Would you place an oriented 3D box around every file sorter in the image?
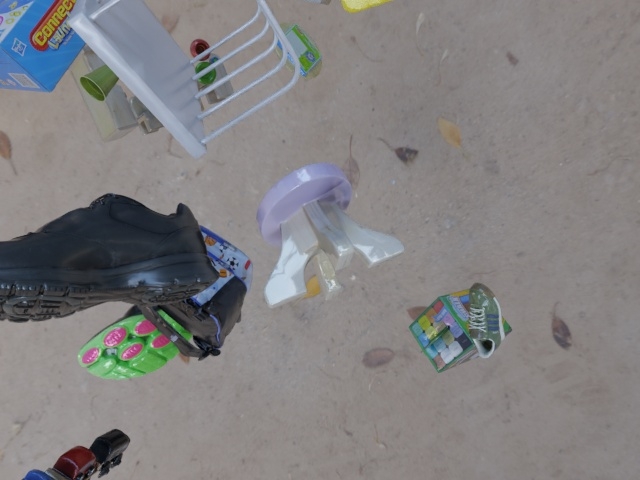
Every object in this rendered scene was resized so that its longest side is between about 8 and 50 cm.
[{"bbox_3d":[-0.160,-0.283,0.606,0.173,0.193,0.277,-30,43,8],"label":"file sorter"}]

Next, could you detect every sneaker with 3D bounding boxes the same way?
[{"bbox_3d":[0.385,0.198,1.135,0.086,0.064,0.192,-45,123,-31],"label":"sneaker"},{"bbox_3d":[-0.254,0.012,0.522,0.109,0.286,0.130,-30,70,39],"label":"sneaker"},{"bbox_3d":[-0.442,0.203,1.349,0.483,0.202,0.185,-37,117,-27],"label":"sneaker"}]

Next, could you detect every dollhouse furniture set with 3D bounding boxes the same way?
[{"bbox_3d":[-0.571,-0.517,1.596,0.394,0.362,0.256,-31,105,-38],"label":"dollhouse furniture set"}]

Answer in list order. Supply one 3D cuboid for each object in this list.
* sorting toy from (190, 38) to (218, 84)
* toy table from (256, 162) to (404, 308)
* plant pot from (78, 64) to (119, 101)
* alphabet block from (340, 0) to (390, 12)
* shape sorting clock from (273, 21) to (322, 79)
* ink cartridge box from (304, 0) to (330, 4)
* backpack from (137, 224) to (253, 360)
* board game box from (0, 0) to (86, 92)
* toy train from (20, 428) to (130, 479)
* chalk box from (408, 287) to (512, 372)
[{"bbox_3d":[-0.275,-0.421,1.129,0.061,0.042,0.101,-14,109,-25],"label":"sorting toy"},{"bbox_3d":[0.000,0.000,0.834,0.252,0.274,0.160,-25,72,-1],"label":"toy table"},{"bbox_3d":[-0.598,-0.437,1.307,0.083,0.083,0.079,28,62,6],"label":"plant pot"},{"bbox_3d":[0.093,-0.435,0.601,0.194,0.192,0.197,-14,43,14],"label":"alphabet block"},{"bbox_3d":[-0.077,-0.647,1.635,0.206,0.040,0.206,11,72,-36],"label":"shape sorting clock"},{"bbox_3d":[-0.047,-0.636,1.045,0.235,0.193,0.088,-12,65,-35],"label":"ink cartridge box"},{"bbox_3d":[-0.283,0.086,1.026,0.263,0.276,0.213,30,54,5],"label":"backpack"},{"bbox_3d":[-0.463,-0.378,0.737,0.308,0.086,0.301,11,68,25],"label":"board game box"},{"bbox_3d":[-0.184,0.172,0.355,0.027,0.158,0.036,32,86,6],"label":"toy train"},{"bbox_3d":[0.415,0.279,1.491,0.180,0.289,0.179,-55,54,37],"label":"chalk box"}]
